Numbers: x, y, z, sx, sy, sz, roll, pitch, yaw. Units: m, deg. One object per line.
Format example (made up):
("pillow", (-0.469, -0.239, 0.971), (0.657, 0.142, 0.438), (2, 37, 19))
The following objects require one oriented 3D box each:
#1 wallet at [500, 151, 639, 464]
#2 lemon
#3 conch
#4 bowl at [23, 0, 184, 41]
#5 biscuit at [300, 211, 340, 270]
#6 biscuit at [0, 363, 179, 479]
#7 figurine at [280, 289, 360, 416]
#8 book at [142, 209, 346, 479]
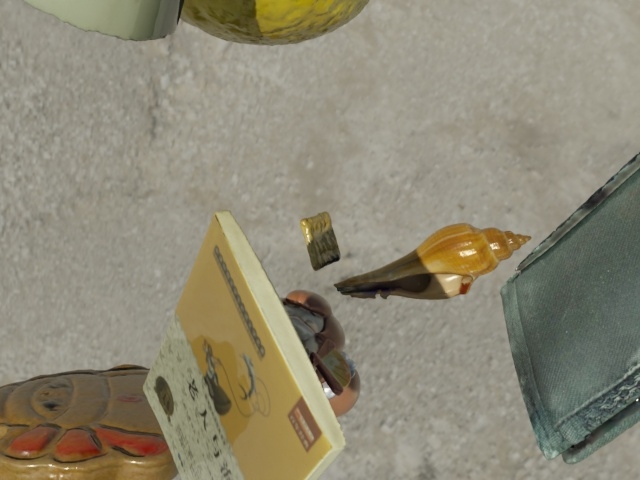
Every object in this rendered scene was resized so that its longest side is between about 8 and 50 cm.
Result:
("wallet", (0.316, 0.037, 0.963), (0.075, 0.342, 0.237), (18, 42, -26))
("lemon", (-0.057, -0.328, 1.000), (0.268, 0.268, 0.322), (40, 23, 10))
("conch", (0.179, 0.035, 1.609), (0.330, 0.109, 0.093), (-13, 39, 24))
("bowl", (-0.176, -0.258, 0.759), (0.211, 0.112, 0.211), (30, 26, -17))
("biscuit", (0.000, 0.000, 1.506), (0.083, 0.018, 0.081), (-23, 99, -60))
("biscuit", (-0.323, 0.253, 1.391), (0.381, 0.074, 0.359), (5, 10, -8))
("figurine", (-0.071, 0.222, 1.812), (0.277, 0.248, 0.388), (27, 17, 12))
("book", (-0.101, 0.181, 1.063), (0.032, 0.389, 0.269), (-14, 61, -30))
